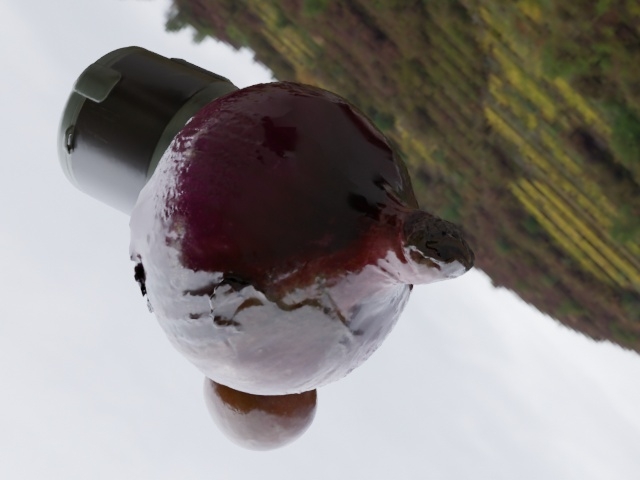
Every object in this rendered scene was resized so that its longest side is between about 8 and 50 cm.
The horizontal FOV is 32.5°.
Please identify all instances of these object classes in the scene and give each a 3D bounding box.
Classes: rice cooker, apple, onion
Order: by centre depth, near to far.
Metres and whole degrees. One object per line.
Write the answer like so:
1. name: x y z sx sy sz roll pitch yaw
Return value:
1. onion: 0.000 0.000 1.176 0.385 0.347 0.348 3 164 43
2. apple: -0.096 0.240 1.736 0.168 0.181 0.181 62 -178 -37
3. rice cooker: -0.315 -0.196 2.112 0.325 0.335 0.335 24 -172 26
